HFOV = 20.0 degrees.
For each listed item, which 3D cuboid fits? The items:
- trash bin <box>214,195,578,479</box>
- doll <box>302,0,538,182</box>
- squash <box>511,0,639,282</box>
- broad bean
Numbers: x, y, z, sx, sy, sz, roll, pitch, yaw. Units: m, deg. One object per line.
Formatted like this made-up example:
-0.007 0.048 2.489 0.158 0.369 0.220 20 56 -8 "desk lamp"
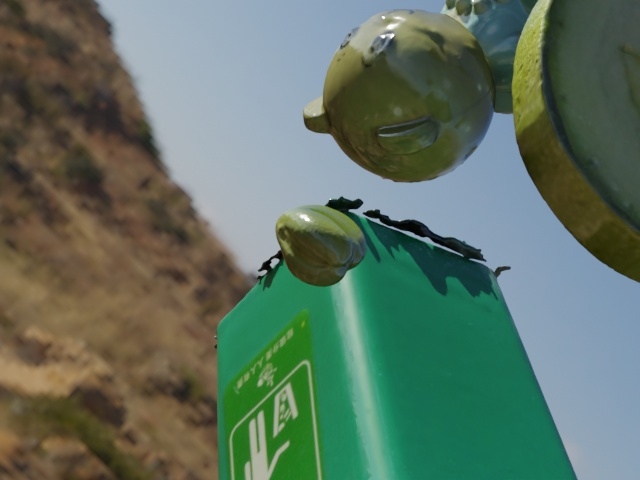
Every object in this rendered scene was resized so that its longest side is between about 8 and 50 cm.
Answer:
0.071 0.187 1.355 0.295 0.259 0.381 21 41 -31 "trash bin"
0.120 -0.158 1.703 0.177 0.260 0.161 21 -45 52 "doll"
0.241 -0.084 1.133 0.252 0.252 0.049 44 -30 1 "squash"
0.000 0.000 1.197 0.063 0.045 0.083 18 18 0 "broad bean"
